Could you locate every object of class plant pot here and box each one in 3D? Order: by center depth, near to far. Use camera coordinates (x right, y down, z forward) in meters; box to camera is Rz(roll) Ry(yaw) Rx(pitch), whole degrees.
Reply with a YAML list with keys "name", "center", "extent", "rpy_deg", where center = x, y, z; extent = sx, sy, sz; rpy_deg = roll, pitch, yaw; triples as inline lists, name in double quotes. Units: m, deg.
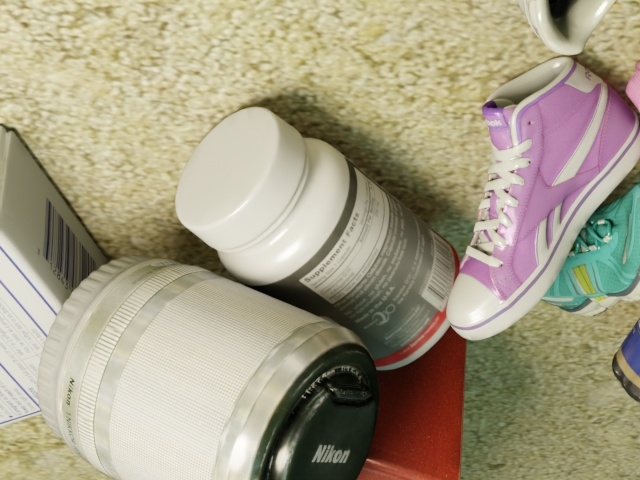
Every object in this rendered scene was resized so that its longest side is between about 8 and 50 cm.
- name: "plant pot"
  center: [0.003, 0.211, 1.593]
  extent: [0.235, 0.267, 0.267]
  rpy_deg: [18, 132, -7]

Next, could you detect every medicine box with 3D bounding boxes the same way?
- name: "medicine box"
  center: [-0.381, 0.062, 1.443]
  extent: [0.289, 0.149, 0.263]
  rpy_deg: [-18, 136, 11]

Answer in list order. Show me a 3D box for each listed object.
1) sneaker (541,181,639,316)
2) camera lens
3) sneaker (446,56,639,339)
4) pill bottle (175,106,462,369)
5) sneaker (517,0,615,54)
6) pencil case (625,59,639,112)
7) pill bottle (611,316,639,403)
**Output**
- name: "sneaker"
  center: [0.278, 0.012, 1.476]
  extent: [0.110, 0.107, 0.275]
  rpy_deg: [16, 156, -9]
- name: "camera lens"
  center: [-0.099, 0.149, 1.345]
  extent: [0.274, 0.219, 0.219]
  rpy_deg: [21, 146, 30]
- name: "sneaker"
  center: [0.180, -0.051, 1.391]
  extent: [0.161, 0.102, 0.282]
  rpy_deg: [38, 83, -31]
- name: "pill bottle"
  center: [0.000, 0.000, 1.424]
  extent: [0.161, 0.161, 0.283]
  rpy_deg: [-34, 130, 25]
- name: "sneaker"
  center: [0.246, -0.287, 1.170]
  extent: [0.114, 0.152, 0.305]
  rpy_deg: [8, 133, -13]
- name: "pencil case"
  center: [0.490, -0.155, 1.338]
  extent: [0.386, 0.160, 0.167]
  rpy_deg: [-20, 93, 13]
- name: "pill bottle"
  center: [0.428, 0.085, 1.587]
  extent: [0.122, 0.123, 0.219]
  rpy_deg: [16, 118, -23]
